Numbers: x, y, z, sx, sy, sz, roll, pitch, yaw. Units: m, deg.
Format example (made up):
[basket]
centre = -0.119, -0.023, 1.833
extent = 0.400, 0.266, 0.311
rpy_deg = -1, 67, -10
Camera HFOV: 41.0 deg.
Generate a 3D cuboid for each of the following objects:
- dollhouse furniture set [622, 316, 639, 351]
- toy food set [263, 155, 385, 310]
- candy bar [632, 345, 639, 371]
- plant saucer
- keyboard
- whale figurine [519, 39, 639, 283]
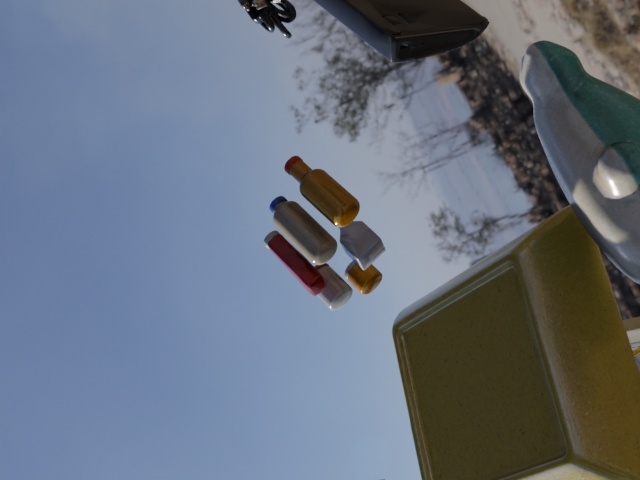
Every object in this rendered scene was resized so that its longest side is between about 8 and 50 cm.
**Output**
[dollhouse furniture set]
centre = 0.424, 0.098, 1.053
extent = 0.076, 0.151, 0.059
rpy_deg = 63, -162, -45
[toy food set]
centre = 0.000, 0.000, 1.073
extent = 0.104, 0.111, 0.232
rpy_deg = 45, 174, 27
[candy bar]
centre = 0.373, 0.119, 0.932
extent = 0.018, 0.161, 0.040
rpy_deg = -10, -117, -43
[plant saucer]
centre = 0.201, 0.168, 0.992
extent = 0.080, 0.332, 0.333
rpy_deg = 7, -121, -32
[keyboard]
centre = -0.023, -0.235, 0.722
extent = 0.317, 0.201, 0.033
rpy_deg = 47, 137, 34
[whale figurine]
centre = 0.302, -0.090, 0.848
extent = 0.272, 0.141, 0.216
rpy_deg = 59, -168, 2
